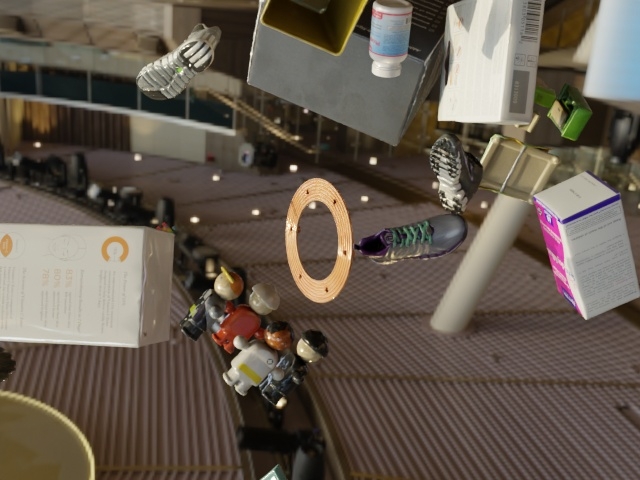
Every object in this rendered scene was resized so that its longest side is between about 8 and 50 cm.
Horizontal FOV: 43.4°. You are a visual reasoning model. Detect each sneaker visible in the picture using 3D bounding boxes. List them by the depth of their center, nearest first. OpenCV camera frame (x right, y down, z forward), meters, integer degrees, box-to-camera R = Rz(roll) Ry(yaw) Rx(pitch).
[{"bbox_3d":[0.177,0.001,1.584,0.224,0.083,0.098,-19,164,30],"label":"sneaker"},{"bbox_3d":[-0.287,-0.387,1.710,0.229,0.086,0.132,-18,-145,38],"label":"sneaker"},{"bbox_3d":[0.296,-0.160,1.716,0.078,0.234,0.106,32,-112,33],"label":"sneaker"}]

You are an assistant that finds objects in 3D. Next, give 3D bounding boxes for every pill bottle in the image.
[{"bbox_3d":[0.154,-0.451,1.792,0.087,0.160,0.087,3,-148,-2],"label":"pill bottle"}]

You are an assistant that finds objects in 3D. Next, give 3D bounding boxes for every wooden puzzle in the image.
[{"bbox_3d":[-0.434,-0.018,2.211,0.083,0.006,0.049,-38,-104,-22],"label":"wooden puzzle"}]

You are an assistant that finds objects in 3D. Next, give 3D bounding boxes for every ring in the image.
[{"bbox_3d":[0.000,0.000,2.174,0.032,0.336,0.337,-2,-158,-33],"label":"ring"}]

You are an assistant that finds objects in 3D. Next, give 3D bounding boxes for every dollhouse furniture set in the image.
[{"bbox_3d":[0.529,-0.268,2.088,0.198,0.301,0.151,18,-150,-11],"label":"dollhouse furniture set"}]

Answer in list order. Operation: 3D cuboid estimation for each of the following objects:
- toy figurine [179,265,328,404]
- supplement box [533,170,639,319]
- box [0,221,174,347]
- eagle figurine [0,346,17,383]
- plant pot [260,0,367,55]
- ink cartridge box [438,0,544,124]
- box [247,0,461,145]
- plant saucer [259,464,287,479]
[{"bbox_3d":[-0.109,0.158,1.370,0.213,0.148,0.209,44,-178,28],"label":"toy figurine"},{"bbox_3d":[0.468,0.009,1.408,0.114,0.220,0.111,-25,-152,0],"label":"supplement box"},{"bbox_3d":[-0.466,0.080,1.496,0.346,0.214,0.168,2,177,8],"label":"box"},{"bbox_3d":[-0.783,0.248,1.569,0.298,0.225,0.226,-27,-146,-3],"label":"eagle figurine"},{"bbox_3d":[-0.015,-0.602,1.922,0.212,0.212,0.187,19,-153,-20],"label":"plant pot"},{"bbox_3d":[0.405,-0.440,1.965,0.091,0.307,0.385,2,-172,-13],"label":"ink cartridge box"},{"bbox_3d":[0.116,-0.585,2.319,0.480,0.297,0.471,24,-137,8],"label":"box"},{"bbox_3d":[-0.055,0.502,1.438,0.018,0.067,0.192,6,-134,-51],"label":"plant saucer"}]
